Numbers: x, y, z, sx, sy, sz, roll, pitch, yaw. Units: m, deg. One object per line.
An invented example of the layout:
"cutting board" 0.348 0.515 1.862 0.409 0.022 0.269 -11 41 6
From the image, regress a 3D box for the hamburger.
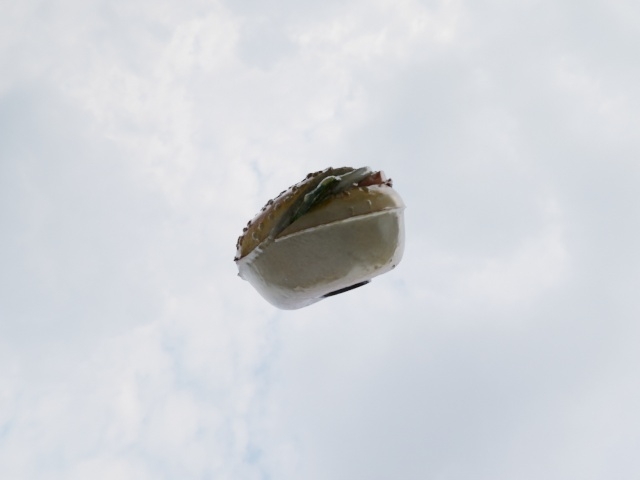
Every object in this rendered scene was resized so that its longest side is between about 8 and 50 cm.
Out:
"hamburger" 0.002 0.000 0.596 0.237 0.237 0.147 -25 -99 14
